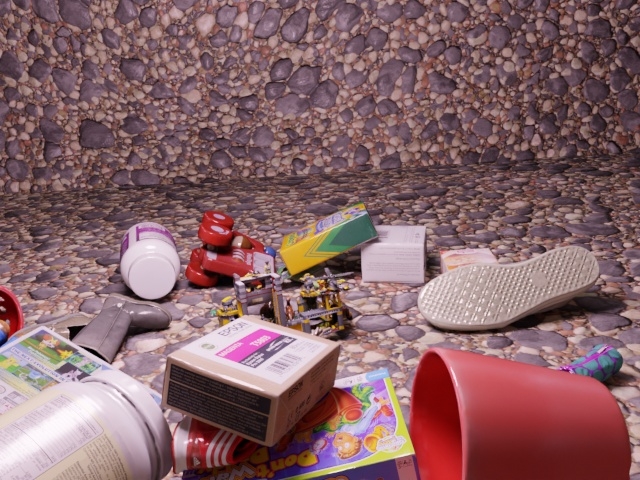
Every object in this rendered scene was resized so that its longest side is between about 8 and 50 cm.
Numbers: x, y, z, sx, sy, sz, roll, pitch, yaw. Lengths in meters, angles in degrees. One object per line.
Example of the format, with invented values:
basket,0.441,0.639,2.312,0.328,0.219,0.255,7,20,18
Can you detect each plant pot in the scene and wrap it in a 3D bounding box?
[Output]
plant pot,-0.832,0.196,1.455,0.174,0.191,0.191,0,19,19
plant pot,0.274,0.288,0.884,0.243,0.275,0.275,2,18,-6

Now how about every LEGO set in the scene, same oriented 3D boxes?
LEGO set,-0.096,0.124,1.468,0.331,0.192,0.255,-9,11,-13

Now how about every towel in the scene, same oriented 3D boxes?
towel,-0.024,0.105,1.830,0.152,0.023,0.113,16,29,40

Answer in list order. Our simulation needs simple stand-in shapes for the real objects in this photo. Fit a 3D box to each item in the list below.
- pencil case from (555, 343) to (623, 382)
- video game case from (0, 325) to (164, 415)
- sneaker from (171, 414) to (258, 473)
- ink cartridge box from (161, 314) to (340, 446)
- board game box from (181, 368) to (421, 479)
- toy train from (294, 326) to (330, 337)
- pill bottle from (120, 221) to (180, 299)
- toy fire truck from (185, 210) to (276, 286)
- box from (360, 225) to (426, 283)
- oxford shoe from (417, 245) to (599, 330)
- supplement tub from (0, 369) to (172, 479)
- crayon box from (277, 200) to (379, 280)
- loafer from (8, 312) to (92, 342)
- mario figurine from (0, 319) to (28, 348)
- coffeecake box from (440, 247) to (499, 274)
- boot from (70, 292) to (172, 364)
pencil case,0.516,0.251,1.203,0.151,0.070,0.064,-17,23,-32
video game case,-0.508,0.303,1.144,0.329,0.036,0.300,25,27,16
sneaker,-0.154,0.288,0.982,0.128,0.087,0.221,1,22,-1
ink cartridge box,-0.101,0.208,0.979,0.193,0.088,0.234,14,15,20
board game box,-0.035,0.332,0.981,0.347,0.078,0.233,-13,19,0
toy train,-0.087,0.248,1.321,0.143,0.105,0.248,-14,8,27
pill bottle,-0.500,0.061,1.820,0.169,0.169,0.301,-9,19,-15
toy fire truck,-0.259,0.042,1.888,0.253,0.169,0.302,18,16,-11
box,0.218,0.037,1.816,0.181,0.119,0.181,1,19,12
oxford shoe,0.455,0.128,1.515,0.449,0.169,0.130,-14,-21,-7
supplement tub,-0.388,0.343,0.857,0.235,0.235,0.325,8,22,31
crayon box,0.000,0.000,1.813,0.323,0.083,0.203,-26,12,5
loafer,-0.621,0.234,1.444,0.087,0.094,0.251,2,19,29
mario figurine,-0.727,0.304,1.222,0.198,0.170,0.320,-8,22,30
coffeecake box,0.415,0.085,1.716,0.142,0.068,0.185,-4,18,3
boot,-0.472,0.220,1.485,0.189,0.076,0.208,13,25,-4
